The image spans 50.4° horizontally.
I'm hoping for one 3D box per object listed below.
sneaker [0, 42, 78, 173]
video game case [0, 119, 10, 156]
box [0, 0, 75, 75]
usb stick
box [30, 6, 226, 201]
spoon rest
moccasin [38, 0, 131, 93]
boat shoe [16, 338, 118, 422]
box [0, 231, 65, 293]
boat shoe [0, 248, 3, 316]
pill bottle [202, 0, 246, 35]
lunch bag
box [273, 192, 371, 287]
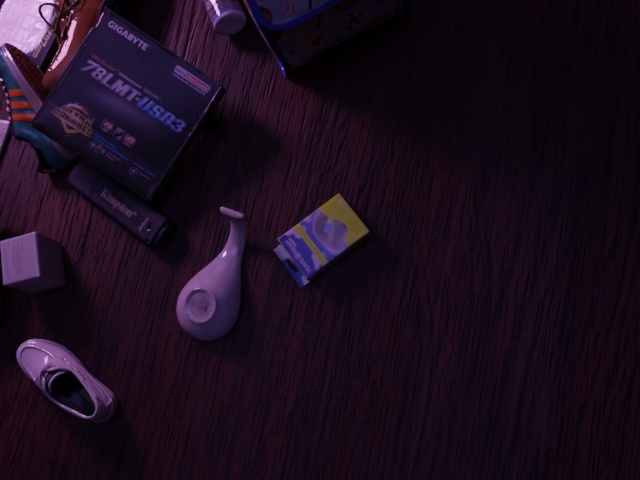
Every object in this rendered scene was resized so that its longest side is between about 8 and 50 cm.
[{"bbox_3d":[-0.653,-0.289,1.514,0.121,0.108,0.302,-31,88,11],"label":"sneaker"},{"bbox_3d":[-0.780,-0.228,1.593,0.087,0.011,0.122,10,78,13],"label":"video game case"},{"bbox_3d":[-0.677,-0.521,1.623,0.183,0.059,0.233,20,80,14],"label":"box"},{"bbox_3d":[-0.436,-0.084,1.476,0.278,0.045,0.077,35,84,16],"label":"usb stick"},{"bbox_3d":[-0.400,-0.281,1.436,0.295,0.073,0.293,34,94,-5],"label":"box"},{"bbox_3d":[-0.207,0.072,1.388,0.137,0.084,0.276,21,94,16],"label":"spoon rest"},{"bbox_3d":[-0.542,-0.499,1.540,0.147,0.139,0.380,18,80,-1],"label":"moccasin"},{"bbox_3d":[-0.526,0.278,1.380,0.258,0.084,0.095,27,82,15],"label":"boat shoe"},{"bbox_3d":[-0.610,0.049,1.445,0.087,0.102,0.101,-15,73,9],"label":"box"},{"bbox_3d":[-0.717,0.050,1.470,0.092,0.103,0.285,3,79,5],"label":"boat shoe"},{"bbox_3d":[-0.225,-0.540,1.535,0.078,0.078,0.137,-25,72,4],"label":"pill bottle"},{"bbox_3d":[-0.008,-0.540,1.335,0.327,0.385,0.239,-28,72,2],"label":"lunch bag"},{"bbox_3d":[0.000,0.000,1.376,0.178,0.042,0.109,-37,72,-1],"label":"box"}]
